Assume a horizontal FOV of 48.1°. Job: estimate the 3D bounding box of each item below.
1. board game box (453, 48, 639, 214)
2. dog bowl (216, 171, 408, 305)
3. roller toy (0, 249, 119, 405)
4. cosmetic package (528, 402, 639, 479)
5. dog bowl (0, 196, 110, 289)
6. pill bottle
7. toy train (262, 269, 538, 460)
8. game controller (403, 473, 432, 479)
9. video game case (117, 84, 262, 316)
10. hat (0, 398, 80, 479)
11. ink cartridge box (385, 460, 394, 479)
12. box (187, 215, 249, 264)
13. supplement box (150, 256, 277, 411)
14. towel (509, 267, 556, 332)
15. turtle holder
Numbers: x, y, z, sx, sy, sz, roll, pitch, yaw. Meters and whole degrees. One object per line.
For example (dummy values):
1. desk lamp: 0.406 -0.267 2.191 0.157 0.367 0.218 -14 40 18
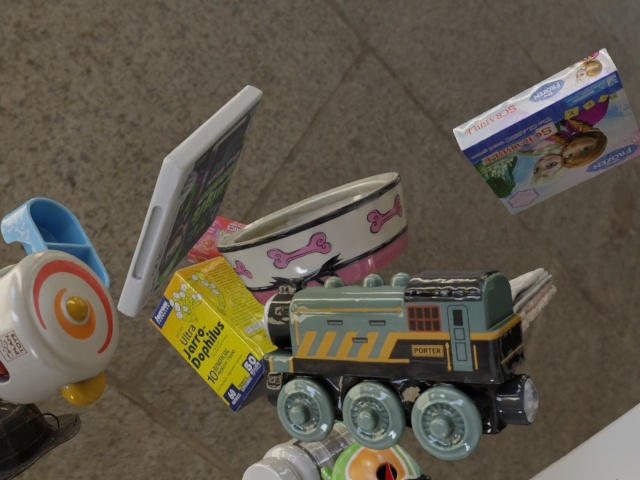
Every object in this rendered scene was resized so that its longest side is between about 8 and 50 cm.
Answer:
1. board game box: 0.483 -0.206 1.488 0.318 0.318 0.066 35 35 -50
2. dog bowl: 0.000 0.000 1.491 0.408 0.408 0.150 -30 102 -42
3. roller toy: -0.383 0.119 0.999 0.191 0.146 0.209 41 32 -47
4. cosmetic package: 0.493 0.344 0.827 0.329 0.394 0.327 -7 55 -29
5. dog bowl: -0.549 0.032 1.511 0.297 0.074 0.166 56 21 20
6. pill bottle: -0.041 0.651 2.024 0.361 0.204 0.204 -9 79 -53
7. toy train: 0.077 0.131 0.820 0.142 0.333 0.190 -9 95 -57
8. game controller: 0.222 0.485 1.160 0.067 0.166 0.319 -55 141 -33
9. video game case: -0.120 -0.042 0.681 0.022 0.173 0.190 27 34 0
10. hat: -0.661 0.393 1.482 0.331 0.331 0.134 -34 104 -42
11. ink cartridge box: 0.093 0.646 1.516 0.130 0.309 0.272 4 95 -3
12. box: -0.257 0.023 2.139 0.256 0.128 0.123 17 65 -5
13. supplement box: -0.248 0.244 1.932 0.356 0.194 0.195 43 29 17
14. towel: 0.165 0.120 1.067 0.332 0.316 0.054 -18 91 -62
15. turtle holder: 0.163 0.666 1.801 0.243 0.227 0.321 -5 91 -32
